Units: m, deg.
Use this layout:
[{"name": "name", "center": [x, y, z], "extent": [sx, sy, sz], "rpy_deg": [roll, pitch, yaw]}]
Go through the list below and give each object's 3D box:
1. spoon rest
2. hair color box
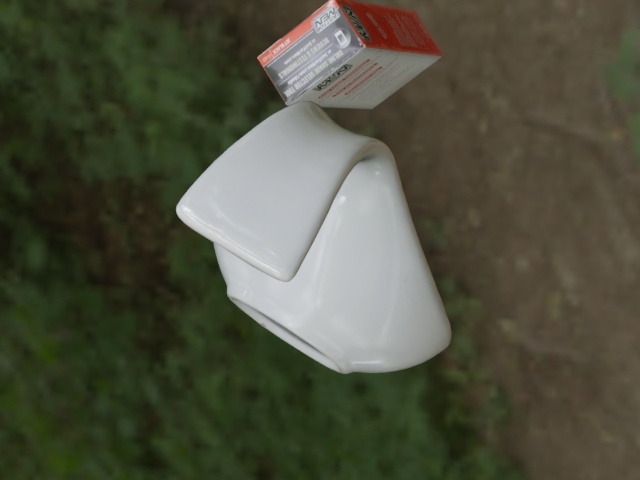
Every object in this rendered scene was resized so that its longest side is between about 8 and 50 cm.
[{"name": "spoon rest", "center": [0.000, 0.000, 0.884], "extent": [0.084, 0.137, 0.276], "rpy_deg": [-57, -11, -7]}, {"name": "hair color box", "center": [0.023, -0.127, 1.326], "extent": [0.072, 0.141, 0.043], "rpy_deg": [-36, 78, 22]}]
